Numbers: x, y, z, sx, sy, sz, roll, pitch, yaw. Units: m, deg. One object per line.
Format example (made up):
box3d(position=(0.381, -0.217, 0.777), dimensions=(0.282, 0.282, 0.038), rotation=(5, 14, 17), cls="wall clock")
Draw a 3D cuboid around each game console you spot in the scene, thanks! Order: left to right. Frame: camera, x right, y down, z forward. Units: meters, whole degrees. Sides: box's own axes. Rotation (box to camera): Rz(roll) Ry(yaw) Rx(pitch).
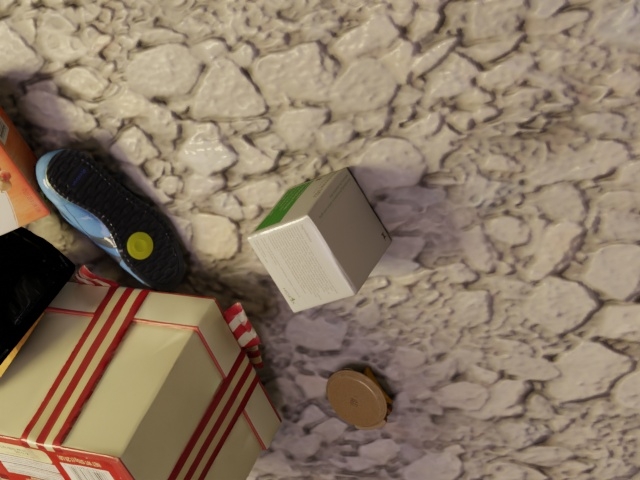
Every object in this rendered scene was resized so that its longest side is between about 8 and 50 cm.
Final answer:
box3d(position=(-0.445, 0.050, 1.646), dimensions=(0.361, 0.213, 0.044), rotation=(26, 163, 47), cls="game console")

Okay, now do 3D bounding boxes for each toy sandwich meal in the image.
box3d(position=(0.046, 0.178, 1.582), dimensions=(0.086, 0.029, 0.085), rotation=(16, 126, 23), cls="toy sandwich meal")

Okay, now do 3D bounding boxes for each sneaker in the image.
box3d(position=(-0.239, -0.024, 1.580), dimensions=(0.209, 0.069, 0.082), rotation=(45, 161, -16), cls="sneaker")

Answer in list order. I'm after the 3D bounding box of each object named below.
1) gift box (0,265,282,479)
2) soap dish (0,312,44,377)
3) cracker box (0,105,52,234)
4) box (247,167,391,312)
box3d(position=(-0.207, 0.183, 1.566), dimensions=(0.255, 0.258, 0.276), rotation=(8, 138, 26), cls="gift box")
box3d(position=(-0.396, 0.163, 1.756), dimensions=(0.229, 0.118, 0.291), rotation=(0, 123, 29), cls="soap dish")
box3d(position=(-0.442, -0.060, 1.580), dimensions=(0.232, 0.067, 0.155), rotation=(-22, 125, 13), cls="cracker box")
box3d(position=(0.000, 0.000, 1.429), dimensions=(0.087, 0.101, 0.102), rotation=(-18, 112, 36), cls="box")
